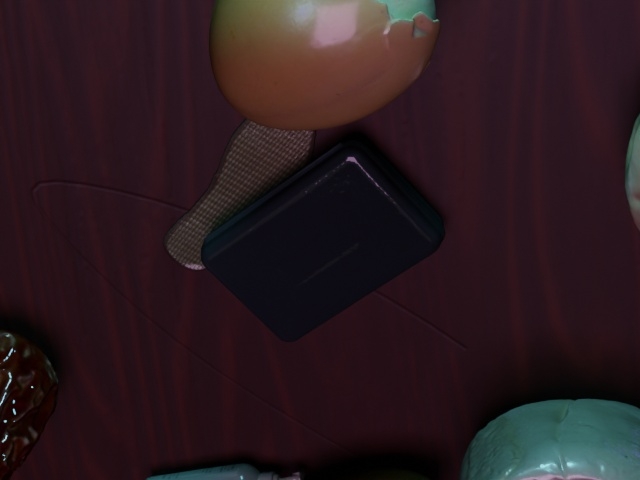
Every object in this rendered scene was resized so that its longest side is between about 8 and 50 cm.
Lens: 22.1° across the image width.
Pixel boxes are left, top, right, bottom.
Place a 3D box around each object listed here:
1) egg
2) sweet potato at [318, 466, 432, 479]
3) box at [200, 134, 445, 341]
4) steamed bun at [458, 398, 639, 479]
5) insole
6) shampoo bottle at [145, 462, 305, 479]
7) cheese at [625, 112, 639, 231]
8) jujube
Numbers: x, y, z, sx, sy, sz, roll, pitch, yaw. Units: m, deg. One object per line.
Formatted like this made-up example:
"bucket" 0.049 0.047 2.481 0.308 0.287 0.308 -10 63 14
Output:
"egg" -0.001 -0.204 1.528 0.201 0.201 0.244 41 121 -16
"sweet potato" -0.031 0.354 1.931 0.422 0.130 0.130 -18 118 21
"box" 0.000 0.000 1.743 0.230 0.050 0.160 -34 114 25
"steamed bun" 0.341 0.327 1.785 0.383 0.247 0.236 43 108 -11
"insole" -0.085 -0.054 1.752 0.086 0.005 0.253 33 122 -11
"shampoo bottle" -0.114 0.294 1.948 0.195 0.056 0.056 -11 120 16
"cheese" 0.411 -0.065 1.597 0.218 0.117 0.235 -28 113 23
"jujube" -0.388 0.209 1.841 0.155 0.230 0.155 10 140 8
